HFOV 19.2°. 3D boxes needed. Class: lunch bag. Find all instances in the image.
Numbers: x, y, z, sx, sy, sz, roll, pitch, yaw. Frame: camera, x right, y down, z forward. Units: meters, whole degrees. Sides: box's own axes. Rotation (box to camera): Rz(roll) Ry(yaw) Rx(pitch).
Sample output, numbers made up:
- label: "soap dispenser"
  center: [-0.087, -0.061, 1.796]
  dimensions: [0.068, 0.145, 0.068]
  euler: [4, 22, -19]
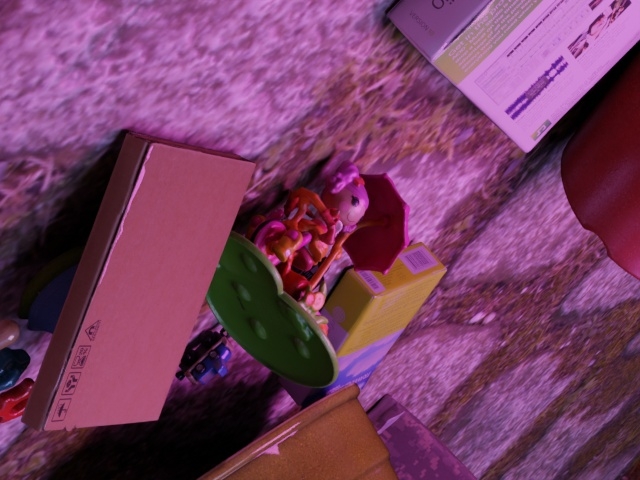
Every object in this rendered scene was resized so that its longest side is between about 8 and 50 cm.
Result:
- label: "lunch bag"
  center: [0.109, 0.339, 2.133]
  dimensions: [0.169, 0.235, 0.287]
  euler: [-40, 160, -17]

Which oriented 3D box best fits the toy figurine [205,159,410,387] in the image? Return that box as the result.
- label: "toy figurine"
  center: [0.000, 0.000, 1.466]
  dimensions: [0.159, 0.130, 0.173]
  euler: [-49, 140, -25]

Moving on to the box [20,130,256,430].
- label: "box"
  center: [-0.119, 0.031, 1.275]
  dimensions: [0.164, 0.021, 0.201]
  euler: [7, 105, -67]

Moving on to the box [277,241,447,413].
- label: "box"
  center: [0.034, 0.085, 1.752]
  dimensions: [0.109, 0.042, 0.178]
  euler: [-20, 151, -46]

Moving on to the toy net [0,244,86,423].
- label: "toy net"
  center: [-0.230, 0.082, 1.244]
  dimensions: [0.232, 0.045, 0.122]
  euler: [-22, 153, -42]

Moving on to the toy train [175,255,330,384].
- label: "toy train"
  center: [-0.054, 0.065, 1.552]
  dimensions: [0.158, 0.036, 0.027]
  euler: [-42, 160, -4]

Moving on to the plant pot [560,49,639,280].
- label: "plant pot"
  center: [0.377, -0.103, 1.750]
  dimensions: [0.272, 0.272, 0.265]
  euler: [-20, 159, -48]

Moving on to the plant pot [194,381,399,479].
- label: "plant pot"
  center: [-0.019, 0.371, 1.658]
  dimensions: [0.366, 0.353, 0.366]
  euler: [-35, 172, -5]

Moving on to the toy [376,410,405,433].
- label: "toy"
  center: [-0.033, 0.238, 1.913]
  dimensions: [0.237, 0.056, 0.137]
  euler: [-42, 174, 16]

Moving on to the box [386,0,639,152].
- label: "box"
  center: [0.189, -0.197, 1.461]
  dimensions: [0.232, 0.058, 0.322]
  euler: [-45, 162, 6]
